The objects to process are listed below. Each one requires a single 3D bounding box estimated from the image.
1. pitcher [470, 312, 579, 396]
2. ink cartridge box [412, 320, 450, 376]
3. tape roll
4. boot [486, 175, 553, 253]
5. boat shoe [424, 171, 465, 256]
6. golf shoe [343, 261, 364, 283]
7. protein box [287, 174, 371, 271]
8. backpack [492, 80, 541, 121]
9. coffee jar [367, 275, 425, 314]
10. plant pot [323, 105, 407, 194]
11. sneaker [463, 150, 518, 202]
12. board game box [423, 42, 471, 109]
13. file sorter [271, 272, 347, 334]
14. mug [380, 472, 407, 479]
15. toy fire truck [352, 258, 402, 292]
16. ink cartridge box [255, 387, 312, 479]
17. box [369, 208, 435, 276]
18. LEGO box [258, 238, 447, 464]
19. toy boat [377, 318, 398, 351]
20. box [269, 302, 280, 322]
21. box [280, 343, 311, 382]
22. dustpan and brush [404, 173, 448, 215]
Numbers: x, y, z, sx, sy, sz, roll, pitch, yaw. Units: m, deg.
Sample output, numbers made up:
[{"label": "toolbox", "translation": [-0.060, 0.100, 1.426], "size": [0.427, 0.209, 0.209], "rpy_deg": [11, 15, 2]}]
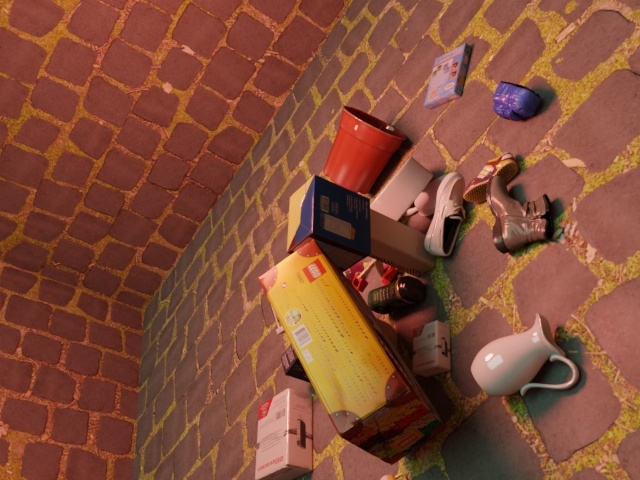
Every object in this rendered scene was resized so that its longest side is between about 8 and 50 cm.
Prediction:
[{"label": "pitcher", "translation": [0.470, 0.295, 1.342], "size": [0.207, 0.125, 0.177], "rpy_deg": [-40, 51, 20]}, {"label": "ink cartridge box", "translation": [0.315, 0.308, 1.643], "size": [0.099, 0.056, 0.135], "rpy_deg": [-32, 42, 46]}, {"label": "tape roll", "translation": [0.247, -0.139, 1.931], "size": [0.286, 0.100, 0.286], "rpy_deg": [-51, 0, -1]}, {"label": "boot", "translation": [0.545, -0.089, 1.564], "size": [0.161, 0.083, 0.246], "rpy_deg": [-26, 52, 40]}, {"label": "boat shoe", "translation": [0.398, -0.079, 1.772], "size": [0.088, 0.096, 0.267], "rpy_deg": [15, 82, 58]}, {"label": "golf shoe", "translation": [0.046, 0.159, 2.167], "size": [0.306, 0.115, 0.140], "rpy_deg": [-48, 29, 27]}, {"label": "protein box", "translation": [0.027, -0.046, 1.674], "size": [0.136, 0.201, 0.199], "rpy_deg": [-37, 42, 45]}, {"label": "backpack", "translation": [0.584, -0.406, 1.717], "size": [0.120, 0.098, 0.101], "rpy_deg": [31, 105, 49]}, {"label": "coffee jar", "translation": [0.240, 0.174, 1.835], "size": [0.184, 0.096, 0.079], "rpy_deg": [-32, 48, 47]}, {"label": "plant pot", "translation": [0.153, -0.339, 2.243], "size": [0.265, 0.273, 0.272], "rpy_deg": [-63, 27, 20]}, {"label": "sneaker", "translation": [0.501, -0.187, 1.720], "size": [0.185, 0.070, 0.083], "rpy_deg": [-38, 29, 31]}, {"label": "board game box", "translation": [0.465, -0.601, 2.127], "size": [0.160, 0.039, 0.211], "rpy_deg": [-10, 59, 57]}, {"label": "file sorter", "translation": [-0.039, 0.186, 1.970], "size": [0.278, 0.193, 0.173], "rpy_deg": [-43, 62, 57]}, {"label": "mug", "translation": [0.196, 0.671, 1.573], "size": [0.064, 0.078, 0.062], "rpy_deg": [-121, 27, -67]}, {"label": "toy fire truck", "translation": [0.205, 0.095, 1.916], "size": [0.192, 0.135, 0.047], "rpy_deg": [-61, 28, 9]}, {"label": "ink cartridge box", "translation": [-0.127, 0.690, 2.031], "size": [0.197, 0.114, 0.272], "rpy_deg": [-40, 36, 37]}, {"label": "box", "translation": [0.226, 0.010, 1.798], "size": [0.094, 0.275, 0.113], "rpy_deg": [-35, 40, 46]}, {"label": "LEGO box", "translation": [0.083, 0.297, 1.539], "size": [0.193, 0.372, 0.500], "rpy_deg": [-35, 53, 3]}, {"label": "toy boat", "translation": [0.158, 0.365, 1.813], "size": [0.151, 0.151, 0.231], "rpy_deg": [105, 175, -63]}, {"label": "box", "translation": [-0.114, 0.246, 2.320], "size": [0.108, 0.153, 0.207], "rpy_deg": [-55, 30, 18]}, {"label": "box", "translation": [-0.030, 0.411, 2.045], "size": [0.158, 0.156, 0.093], "rpy_deg": [-55, 29, 18]}, {"label": "dustpan and brush", "translation": [0.347, -0.127, 1.948], "size": [0.211, 0.060, 0.147], "rpy_deg": [-18, 40, 46]}]
